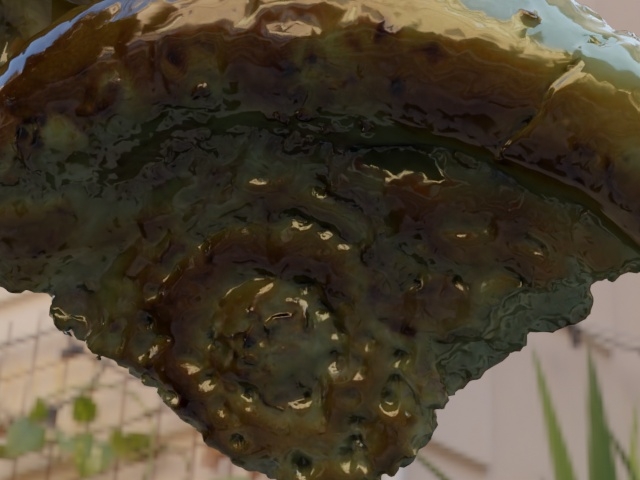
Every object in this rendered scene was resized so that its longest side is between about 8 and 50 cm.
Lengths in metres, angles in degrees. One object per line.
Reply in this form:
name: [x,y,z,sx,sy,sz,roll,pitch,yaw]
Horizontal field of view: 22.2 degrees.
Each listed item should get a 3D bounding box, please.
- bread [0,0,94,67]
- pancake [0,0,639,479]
bread: [-0.162,-0.137,0.787,0.239,0.252,0.196,2,3,-28]
pancake: [-0.002,0.000,0.553,0.377,0.197,0.054,0,11,22]
